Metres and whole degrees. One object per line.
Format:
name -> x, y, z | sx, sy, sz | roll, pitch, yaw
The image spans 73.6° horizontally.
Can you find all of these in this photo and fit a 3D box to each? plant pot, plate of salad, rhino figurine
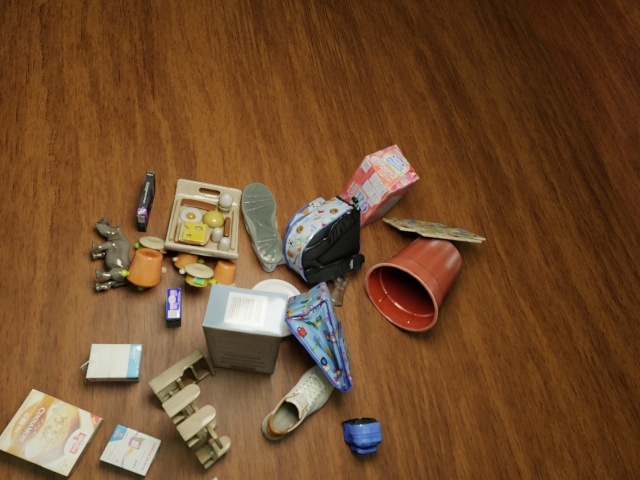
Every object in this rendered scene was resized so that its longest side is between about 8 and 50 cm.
plant pot -> 0.341, 0.126, 1.481 | 0.272, 0.272, 0.265 | 47, 53, 6
plate of salad -> -0.143, 0.219, 1.387 | 0.200, 0.048, 0.199 | 13, 54, -18
rhino figurine -> -0.633, 0.031, 1.298 | 0.106, 0.073, 0.243 | -3, 65, -34

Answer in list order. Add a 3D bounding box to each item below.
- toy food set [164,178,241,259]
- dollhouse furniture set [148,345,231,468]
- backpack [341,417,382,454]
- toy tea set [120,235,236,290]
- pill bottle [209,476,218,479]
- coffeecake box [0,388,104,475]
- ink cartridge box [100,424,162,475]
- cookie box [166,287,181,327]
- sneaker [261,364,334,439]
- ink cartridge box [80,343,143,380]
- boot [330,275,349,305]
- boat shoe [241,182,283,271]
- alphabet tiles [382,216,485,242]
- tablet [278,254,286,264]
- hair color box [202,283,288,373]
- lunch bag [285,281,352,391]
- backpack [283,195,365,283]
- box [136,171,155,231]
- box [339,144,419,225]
toy food set -> -0.368, -0.073, 1.378 | 0.220, 0.092, 0.306 | 9, 43, -17
dollhouse furniture set -> -0.317, 0.433, 1.142 | 0.161, 0.212, 0.242 | -34, 53, -26
backpack -> 0.132, 0.578, 1.269 | 0.098, 0.120, 0.101 | -4, 68, -20
toy tea set -> -0.427, 0.104, 1.311 | 0.336, 0.200, 0.124 | 18, 106, -8
pill bottle -> -0.259, 0.700, 1.104 | 0.086, 0.086, 0.152 | -29, 78, -27
coffeecake box -> -0.676, 0.483, 1.079 | 0.186, 0.068, 0.142 | 26, 60, -6
ink cartridge box -> -0.492, 0.547, 1.119 | 0.122, 0.052, 0.088 | 24, 61, -7
cookie box -> -0.433, 0.201, 1.266 | 0.040, 0.107, 0.091 | 0, 66, -16
sneaker -> -0.042, 0.469, 1.263 | 0.106, 0.123, 0.290 | 45, 60, 8
ink cartridge box -> -0.567, 0.335, 1.169 | 0.143, 0.092, 0.089 | 5, 64, -16
boot -> 0.040, 0.163, 1.481 | 0.106, 0.037, 0.114 | 23, 66, -5
boat shoe -> -0.203, -0.052, 1.470 | 0.118, 0.103, 0.320 | -10, 66, -21
alphabet tiles -> 0.417, -0.043, 1.586 | 0.343, 0.285, 0.011 | 6, 103, -15
tablet -> -0.117, 0.051, 1.496 | 0.083, 0.006, 0.054 | -12, 70, -23
hair color box -> -0.198, 0.252, 1.150 | 0.185, 0.374, 0.113 | 9, 58, -5
lunch bag -> 0.017, 0.301, 1.281 | 0.138, 0.221, 0.293 | -25, 97, 3
backpack -> 0.000, 0.000, 1.415 | 0.213, 0.276, 0.263 | 24, 49, 37
box -> -0.557, -0.122, 1.369 | 0.029, 0.116, 0.162 | 8, 64, -16
box -> 0.199, -0.183, 1.538 | 0.142, 0.300, 0.154 | -25, 76, -26
